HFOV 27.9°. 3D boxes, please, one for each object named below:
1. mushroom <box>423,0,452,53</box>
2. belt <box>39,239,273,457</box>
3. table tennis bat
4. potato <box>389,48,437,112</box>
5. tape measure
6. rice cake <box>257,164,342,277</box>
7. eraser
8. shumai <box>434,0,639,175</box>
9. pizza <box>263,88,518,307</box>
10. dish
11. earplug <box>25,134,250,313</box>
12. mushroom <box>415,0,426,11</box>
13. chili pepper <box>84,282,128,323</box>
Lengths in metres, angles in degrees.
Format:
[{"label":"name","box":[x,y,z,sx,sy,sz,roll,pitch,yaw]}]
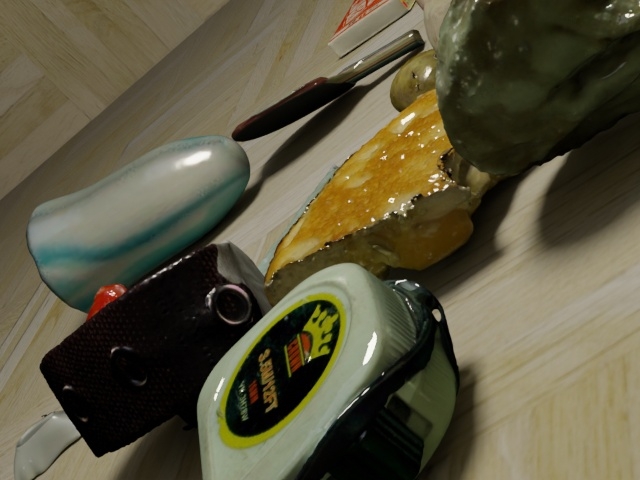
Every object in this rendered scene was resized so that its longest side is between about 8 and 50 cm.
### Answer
[{"label":"mushroom","box":[0.184,-0.299,1.326,0.243,0.243,0.243,-40,18,15]},{"label":"belt","box":[-0.141,0.114,1.230,0.184,0.164,0.289,-30,-3,-38]},{"label":"table tennis bat","box":[0.007,-0.207,1.772,0.301,0.022,0.173,-28,-4,22]},{"label":"potato","box":[0.122,-0.175,1.443,0.091,0.070,0.138,-44,17,-2]},{"label":"tape measure","box":[0.014,0.132,0.916,0.207,0.115,0.235,-41,26,13]},{"label":"rice cake","box":[0.000,0.000,1.324,0.063,0.069,0.206,-25,23,53]},{"label":"eraser","box":[0.109,-0.397,2.052,0.157,0.038,0.230,-30,23,41]},{"label":"shumai","box":[0.228,-0.152,0.988,0.204,0.222,0.272,32,97,37]},{"label":"pizza","box":[0.089,-0.045,1.177,0.223,0.089,0.323,-11,30,45]},{"label":"dish","box":[-0.335,0.240,1.575,0.137,0.039,0.091,-39,17,22]},{"label":"earplug","box":[-0.236,-0.043,1.821,0.324,0.185,0.185,-29,22,25]},{"label":"mushroom","box":[0.228,-0.356,1.571,0.236,0.173,0.162,101,151,-50]},{"label":"chili pepper","box":[-0.284,0.111,1.714,0.070,0.073,0.123,8,41,13]}]
